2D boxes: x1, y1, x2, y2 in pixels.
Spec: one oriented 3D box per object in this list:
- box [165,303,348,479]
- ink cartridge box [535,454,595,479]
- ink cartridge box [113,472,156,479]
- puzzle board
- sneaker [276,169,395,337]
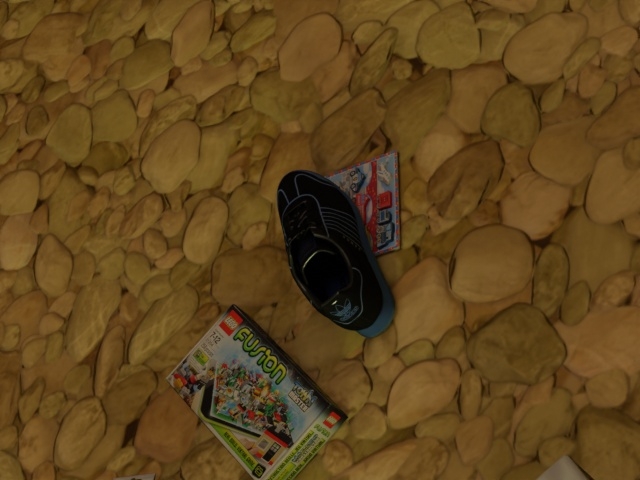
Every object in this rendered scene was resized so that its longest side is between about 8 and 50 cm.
[{"bbox_3d":[-0.070,0.166,2.008,0.114,0.036,0.207,-49,45,0],"label":"box"},{"bbox_3d":[0.265,0.328,1.531,0.114,0.197,0.273,-43,46,5],"label":"ink cartridge box"},{"bbox_3d":[-0.201,0.307,2.022,0.063,0.029,0.115,-11,55,33],"label":"ink cartridge box"},{"bbox_3d":[0.043,-0.032,2.069,0.096,0.011,0.128,-19,52,27],"label":"puzzle board"},{"bbox_3d":[0.000,0.000,2.009,0.081,0.090,0.232,-43,50,15],"label":"sneaker"}]
